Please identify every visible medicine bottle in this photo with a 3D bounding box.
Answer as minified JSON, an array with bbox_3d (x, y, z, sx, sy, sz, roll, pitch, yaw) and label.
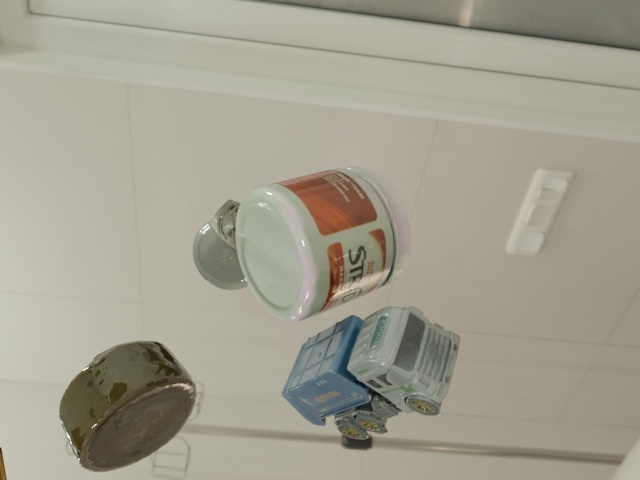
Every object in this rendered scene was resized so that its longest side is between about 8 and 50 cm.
[{"bbox_3d":[0.000,0.000,1.185,0.252,0.240,0.253,28,127,44],"label":"medicine bottle"},{"bbox_3d":[-0.259,0.017,2.024,0.232,0.237,0.238,-54,-28,-73],"label":"medicine bottle"}]

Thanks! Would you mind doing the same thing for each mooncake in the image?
[{"bbox_3d":[-0.413,0.348,1.360,0.155,0.284,0.285,42,142,29],"label":"mooncake"}]

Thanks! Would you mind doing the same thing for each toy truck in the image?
[{"bbox_3d":[0.076,0.237,1.116,0.367,0.175,0.146,-39,23,50],"label":"toy truck"}]

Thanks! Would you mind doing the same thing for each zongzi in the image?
[{"bbox_3d":[-0.137,0.001,1.492,0.112,0.221,0.242,-57,21,-3],"label":"zongzi"}]

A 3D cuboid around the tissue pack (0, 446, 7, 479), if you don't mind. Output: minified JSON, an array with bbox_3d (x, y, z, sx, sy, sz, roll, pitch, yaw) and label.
[{"bbox_3d":[-0.747,0.546,1.251,0.145,0.274,0.195,-1,-112,-56],"label":"tissue pack"}]
